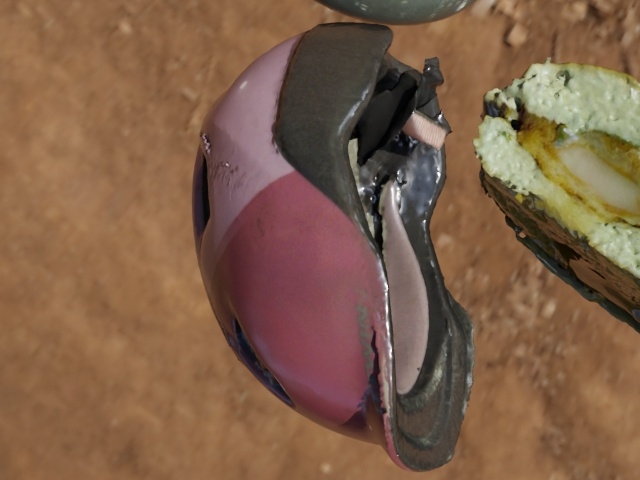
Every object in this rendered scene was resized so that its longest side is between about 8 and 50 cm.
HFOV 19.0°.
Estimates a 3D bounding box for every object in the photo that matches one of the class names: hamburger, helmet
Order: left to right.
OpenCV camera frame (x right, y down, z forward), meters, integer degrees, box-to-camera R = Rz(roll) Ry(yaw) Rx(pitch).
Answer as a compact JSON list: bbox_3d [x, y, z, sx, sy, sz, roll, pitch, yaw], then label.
[{"bbox_3d":[0.000,0.000,1.094,0.154,0.198,0.253,3,77,19],"label":"helmet"},{"bbox_3d":[0.257,-0.004,1.432,0.309,0.211,0.132,36,85,19],"label":"hamburger"}]

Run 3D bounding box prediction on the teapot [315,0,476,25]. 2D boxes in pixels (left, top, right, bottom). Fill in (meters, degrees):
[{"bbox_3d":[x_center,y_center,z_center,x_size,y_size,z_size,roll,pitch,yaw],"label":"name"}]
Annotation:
[{"bbox_3d":[0.114,-0.323,1.488,0.305,0.223,0.285,16,140,-7],"label":"teapot"}]
